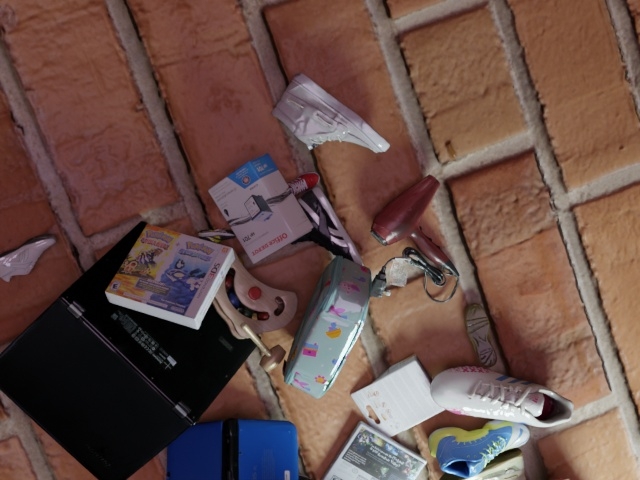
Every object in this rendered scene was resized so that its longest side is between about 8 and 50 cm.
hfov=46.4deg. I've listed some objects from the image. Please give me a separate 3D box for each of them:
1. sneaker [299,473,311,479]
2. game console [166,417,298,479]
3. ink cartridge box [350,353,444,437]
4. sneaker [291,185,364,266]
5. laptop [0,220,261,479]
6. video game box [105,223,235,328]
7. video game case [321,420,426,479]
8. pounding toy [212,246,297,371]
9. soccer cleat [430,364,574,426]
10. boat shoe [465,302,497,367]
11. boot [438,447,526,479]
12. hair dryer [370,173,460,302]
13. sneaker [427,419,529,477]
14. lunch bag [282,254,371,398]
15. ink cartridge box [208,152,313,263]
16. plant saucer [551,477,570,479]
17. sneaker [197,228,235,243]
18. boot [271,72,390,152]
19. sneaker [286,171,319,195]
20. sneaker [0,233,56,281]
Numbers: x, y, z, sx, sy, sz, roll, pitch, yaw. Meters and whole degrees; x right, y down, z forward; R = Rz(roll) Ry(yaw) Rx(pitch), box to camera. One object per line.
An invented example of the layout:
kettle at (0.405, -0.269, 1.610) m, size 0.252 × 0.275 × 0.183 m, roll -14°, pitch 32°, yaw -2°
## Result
sneaker at (-0.139, 0.637, 1.710) m, size 0.292 × 0.110 × 0.118 m, roll -27°, pitch 122°, yaw -8°
game console at (-0.194, 0.552, 1.651) m, size 0.250 × 0.173 × 0.293 m, roll 11°, pitch 66°, yaw -30°
ink cartridge box at (0.184, 0.370, 1.750) m, size 0.179 × 0.045 × 0.145 m, roll -30°, pitch 100°, yaw 16°
sneaker at (0.000, 0.000, 1.667) m, size 0.121 × 0.079 × 0.217 m, roll -31°, pitch 92°, yaw 2°
laptop at (-0.421, 0.249, 1.633) m, size 0.382 × 0.236 × 0.408 m, roll 47°, pitch 52°, yaw -9°
video game box at (-0.306, 0.070, 1.541) m, size 0.205 × 0.048 × 0.187 m, roll 15°, pitch 53°, yaw 12°
video game case at (0.126, 0.541, 1.757) m, size 0.190 × 0.022 × 0.173 m, roll 32°, pitch 95°, yaw -8°
pounding toy at (-0.132, 0.132, 1.609) m, size 0.154 × 0.155 × 0.269 m, roll -36°, pitch 93°, yaw -19°
soccer cleat at (0.418, 0.352, 1.695) m, size 0.331 × 0.143 × 0.116 m, roll 12°, pitch 79°, yaw -15°
boat shoe at (0.373, 0.220, 1.749) m, size 0.056 × 0.048 × 0.153 m, roll -20°, pitch 92°, yaw 1°
boot at (0.398, 0.601, 1.773) m, size 0.213 × 0.077 × 0.165 m, roll -19°, pitch 100°, yaw -5°
hair dryer at (0.217, -0.007, 1.702) m, size 0.223 × 0.080 × 0.293 m, roll 3°, pitch 102°, yaw -23°
sneaker at (0.374, 0.492, 1.725) m, size 0.240 × 0.126 × 0.091 m, roll -8°, pitch 124°, yaw 1°
lunch bag at (0.013, 0.181, 1.593) m, size 0.108 × 0.224 × 0.279 m, roll 23°, pitch 112°, yaw -6°
ink cartridge box at (-0.128, -0.067, 1.598) m, size 0.139 × 0.082 × 0.191 m, roll -30°, pitch 91°, yaw 34°
plant saucer at (0.529, 0.695, 1.773) m, size 0.258 × 0.048 × 0.259 m, roll -43°, pitch 123°, yaw -1°
sneaker at (-0.230, -0.006, 1.660) m, size 0.083 × 0.031 × 0.035 m, roll 0°, pitch 109°, yaw -3°
boot at (0.018, -0.244, 1.639) m, size 0.258 × 0.095 × 0.123 m, roll 37°, pitch 97°, yaw -1°
sneaker at (-0.054, -0.118, 1.647) m, size 0.118 × 0.067 × 0.042 m, roll -24°, pitch 98°, yaw -3°
sneaker at (-0.631, 0.035, 1.608) m, size 0.152 × 0.054 × 0.061 m, roll -27°, pitch 108°, yaw 3°
